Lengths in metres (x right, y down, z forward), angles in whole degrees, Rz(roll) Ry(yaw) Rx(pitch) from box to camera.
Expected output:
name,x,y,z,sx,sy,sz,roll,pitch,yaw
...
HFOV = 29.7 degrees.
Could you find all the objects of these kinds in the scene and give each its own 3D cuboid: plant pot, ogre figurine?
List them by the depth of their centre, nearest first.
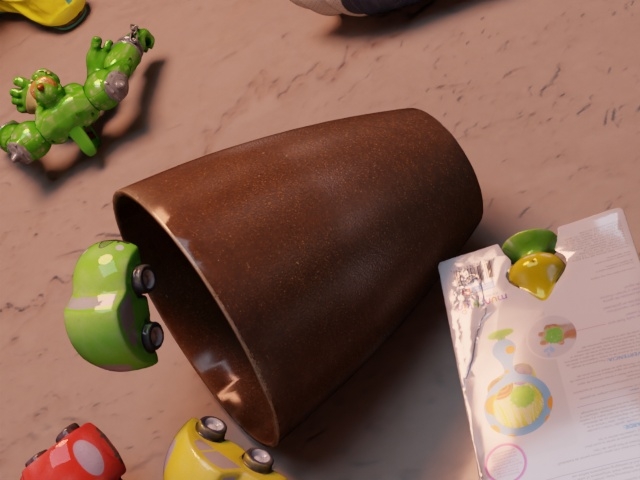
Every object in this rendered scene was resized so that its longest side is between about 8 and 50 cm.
name,x,y,z,sx,sy,sz,roll,pitch,yaw
plant pot,0.000,0.000,0.899,0.230,0.215,0.215,-32,43,-17
ogre figurine,-0.254,-0.141,1.230,0.197,0.097,0.118,-17,28,-2

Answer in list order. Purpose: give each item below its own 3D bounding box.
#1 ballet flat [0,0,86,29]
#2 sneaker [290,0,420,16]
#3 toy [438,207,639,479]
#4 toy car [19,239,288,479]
name,x,y,z,sx,sy,sz,roll,pitch,yaw
ballet flat,-0.365,-0.310,1.438,0.231,0.077,0.077,23,70,41
sneaker,0.053,-0.359,1.194,0.236,0.130,0.323,-9,56,19
toy,0.166,0.100,0.800,0.136,0.056,0.237,-17,55,13
toy car,-0.148,0.114,0.881,0.239,0.225,0.053,-5,10,26
